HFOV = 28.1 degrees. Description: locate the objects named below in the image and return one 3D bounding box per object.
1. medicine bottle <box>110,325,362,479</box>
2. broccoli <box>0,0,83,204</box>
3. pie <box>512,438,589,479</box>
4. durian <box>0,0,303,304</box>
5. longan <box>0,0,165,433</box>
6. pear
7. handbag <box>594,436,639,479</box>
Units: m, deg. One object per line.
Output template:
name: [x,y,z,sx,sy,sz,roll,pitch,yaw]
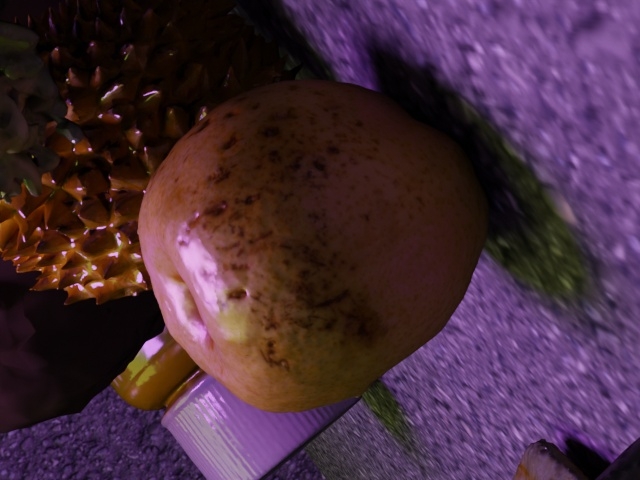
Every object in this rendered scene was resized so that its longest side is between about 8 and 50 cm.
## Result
medicine bottle: [-0.145,0.077,1.382,0.384,0.224,0.224,50,170,7]
broccoli: [-0.187,-0.193,0.581,0.281,0.293,0.348,8,155,-4]
pie: [0.197,0.231,0.781,0.201,0.090,0.248,52,174,-20]
durian: [-0.132,-0.069,0.762,0.138,0.249,0.183,58,-168,-46]
longan: [-0.262,-0.036,1.038,0.391,0.391,0.391,50,170,12]
pear: [0.000,0.000,0.648,0.178,0.178,0.178,50,170,12]
handbag: [0.150,0.213,0.275,0.416,0.316,0.180,36,155,57]
